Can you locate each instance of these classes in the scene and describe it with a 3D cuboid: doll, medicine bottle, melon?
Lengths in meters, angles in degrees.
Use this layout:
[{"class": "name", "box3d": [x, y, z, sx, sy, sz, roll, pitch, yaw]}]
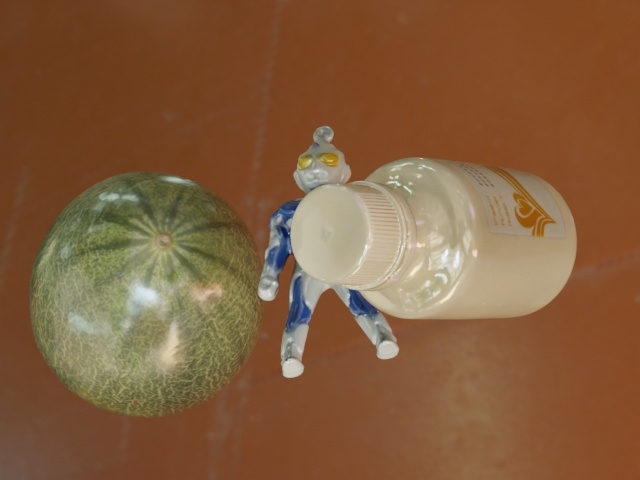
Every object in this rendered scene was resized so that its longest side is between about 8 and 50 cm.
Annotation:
[{"class": "doll", "box3d": [0.000, 0.000, 1.431, 0.114, 0.057, 0.227, -14, 53, 12]}, {"class": "medicine bottle", "box3d": [0.077, -0.001, 1.241, 0.114, 0.252, 0.114, -1, 88, 36]}, {"class": "melon", "box3d": [-0.173, 0.055, 1.781, 0.302, 0.237, 0.237, 108, 178, -67]}]
